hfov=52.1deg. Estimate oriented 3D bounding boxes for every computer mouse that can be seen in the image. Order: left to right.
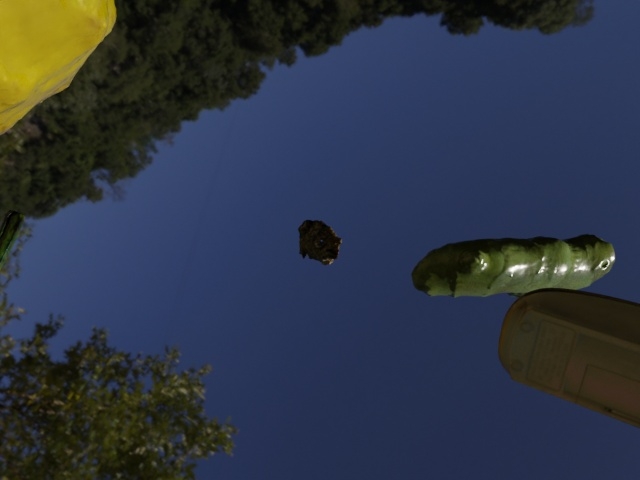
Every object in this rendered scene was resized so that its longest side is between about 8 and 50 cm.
[{"bbox_3d":[0.241,0.101,0.514,0.199,0.102,0.045,17,-150,26],"label":"computer mouse"}]

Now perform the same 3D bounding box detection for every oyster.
[{"bbox_3d":[-0.001,0.000,1.160,0.132,0.029,0.086,-1,-109,52],"label":"oyster"}]

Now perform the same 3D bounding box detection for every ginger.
[{"bbox_3d":[0.264,0.039,0.886,0.137,0.290,0.089,-3,-90,62],"label":"ginger"}]

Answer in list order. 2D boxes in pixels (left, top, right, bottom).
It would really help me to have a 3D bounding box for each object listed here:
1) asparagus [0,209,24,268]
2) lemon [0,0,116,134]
[{"bbox_3d":[-0.397,0.071,0.762,0.022,0.023,0.232,-8,-119,48],"label":"asparagus"},{"bbox_3d":[-0.231,-0.168,0.351,0.288,0.233,0.233,8,-122,50],"label":"lemon"}]
